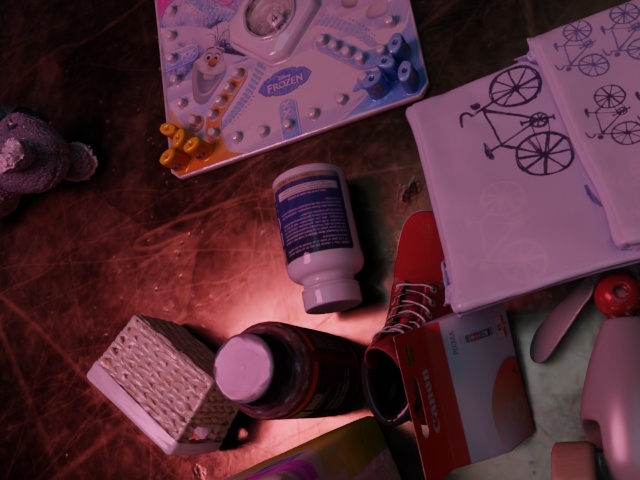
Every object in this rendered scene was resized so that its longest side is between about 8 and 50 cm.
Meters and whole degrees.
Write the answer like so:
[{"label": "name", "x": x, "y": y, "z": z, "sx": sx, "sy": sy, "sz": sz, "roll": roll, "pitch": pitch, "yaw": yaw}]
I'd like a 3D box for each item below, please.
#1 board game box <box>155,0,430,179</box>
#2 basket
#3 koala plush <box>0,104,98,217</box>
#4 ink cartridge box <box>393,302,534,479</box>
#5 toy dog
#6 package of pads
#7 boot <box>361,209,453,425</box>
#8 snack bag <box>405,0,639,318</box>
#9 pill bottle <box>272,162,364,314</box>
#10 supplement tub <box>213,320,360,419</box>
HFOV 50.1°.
[{"label": "board game box", "x": -0.074, "y": -0.321, "z": 0.964, "sx": 0.390, "sy": 0.050, "sz": 0.389, "roll": -16, "pitch": 72, "yaw": 21}, {"label": "basket", "x": -0.187, "y": 0.178, "z": 0.866, "sx": 0.167, "sy": 0.113, "sz": 0.103, "roll": 32, "pitch": 90, "yaw": 27}, {"label": "koala plush", "x": -0.464, "y": -0.122, "z": 1.031, "sx": 0.222, "sy": 0.196, "sz": 0.203, "roll": 1, "pitch": 90, "yaw": 24}, {"label": "ink cartridge box", "x": 0.146, "y": 0.142, "z": 0.669, "sx": 0.045, "sy": 0.179, "sz": 0.145, "roll": -15, "pitch": 85, "yaw": 34}, {"label": "toy dog", "x": 0.304, "y": 0.129, "z": 0.656, "sx": 0.220, "sy": 0.161, "sz": 0.333, "roll": 12, "pitch": 68, "yaw": 29}, {"label": "package of pads", "x": -0.063, "y": 0.282, "z": 0.681, "sx": 0.229, "sy": 0.296, "sz": 0.101, "roll": -29, "pitch": 77, "yaw": 16}, {"label": "boot", "x": 0.098, "y": 0.070, "z": 0.724, "sx": 0.089, "sy": 0.176, "sz": 0.244, "roll": -5, "pitch": 75, "yaw": 26}, {"label": "snack bag", "x": 0.260, "y": -0.106, "z": 0.701, "sx": 0.343, "sy": 0.037, "sz": 0.322, "roll": -19, "pitch": 49, "yaw": 17}, {"label": "pill bottle", "x": 0.000, "y": 0.000, "z": 0.830, "sx": 0.094, "sy": 0.094, "sz": 0.169, "roll": -18, "pitch": 71, "yaw": 20}, {"label": "supplement tub", "x": -0.036, "y": 0.144, "z": 0.756, "sx": 0.106, "sy": 0.198, "sz": 0.105, "roll": -6, "pitch": 75, "yaw": 23}]
